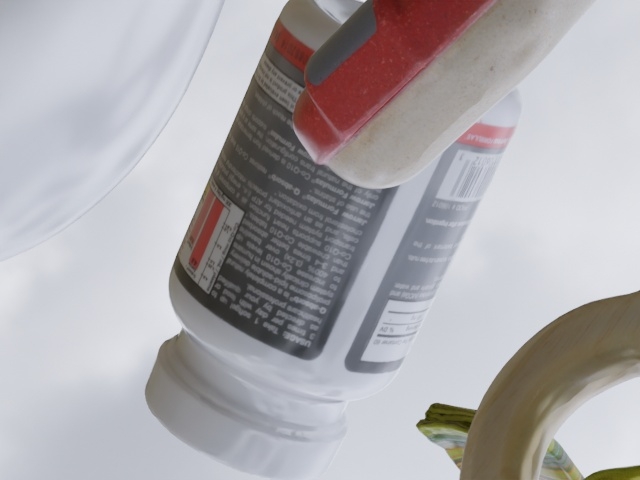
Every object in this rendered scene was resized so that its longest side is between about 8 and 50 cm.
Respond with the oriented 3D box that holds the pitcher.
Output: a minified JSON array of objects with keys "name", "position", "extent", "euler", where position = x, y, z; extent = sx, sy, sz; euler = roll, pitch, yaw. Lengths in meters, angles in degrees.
[{"name":"pitcher","position":[-0.091,-0.093,0.535],"extent":[0.207,0.125,0.178],"euler":[-46,155,10]}]

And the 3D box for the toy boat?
[{"name":"toy boat","position":[0.048,-0.139,0.878],"extent":[0.151,0.151,0.231],"euler":[-42,-177,38]}]

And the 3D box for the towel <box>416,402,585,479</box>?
[{"name":"towel","position":[0.147,0.183,1.030],"extent":[0.021,0.237,0.102],"euler":[-47,-154,-22]}]

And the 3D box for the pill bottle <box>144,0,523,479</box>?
[{"name":"pill bottle","position":[0.000,0.000,1.503],"extent":[0.210,0.210,0.363],"euler":[-94,-152,-71]}]

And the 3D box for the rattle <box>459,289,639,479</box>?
[{"name":"rattle","position":[0.098,0.027,0.583],"extent":[0.130,0.142,0.200],"euler":[14,-106,51]}]

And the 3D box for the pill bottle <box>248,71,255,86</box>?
[{"name":"pill bottle","position":[0.007,-0.106,1.702],"extent":[0.103,0.103,0.184],"euler":[-40,-140,-7]}]
